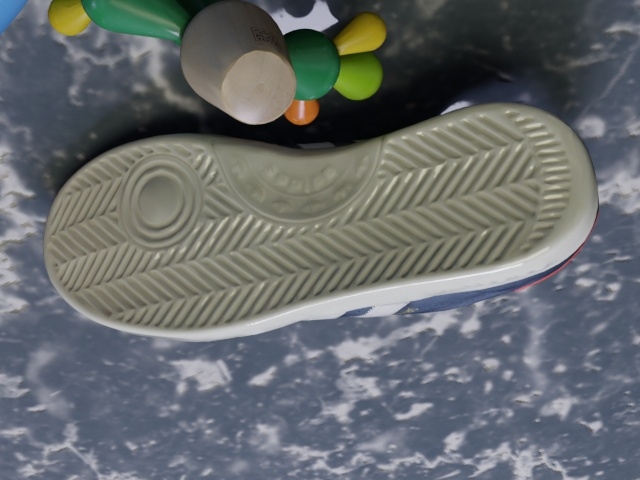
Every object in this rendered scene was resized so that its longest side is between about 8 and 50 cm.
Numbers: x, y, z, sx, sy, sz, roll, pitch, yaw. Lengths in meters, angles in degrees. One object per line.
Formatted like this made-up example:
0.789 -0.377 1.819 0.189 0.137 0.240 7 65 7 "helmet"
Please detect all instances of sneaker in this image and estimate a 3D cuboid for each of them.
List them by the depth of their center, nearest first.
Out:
0.000 0.000 0.650 0.350 0.131 0.148 -3 171 21 "sneaker"

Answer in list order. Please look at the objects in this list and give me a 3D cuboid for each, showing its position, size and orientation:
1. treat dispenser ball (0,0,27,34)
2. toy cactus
-0.228 -0.176 0.368 0.288 0.288 0.288 -1 131 -1 "treat dispenser ball"
-0.045 -0.111 0.515 0.219 0.180 0.112 29 104 -30 "toy cactus"
